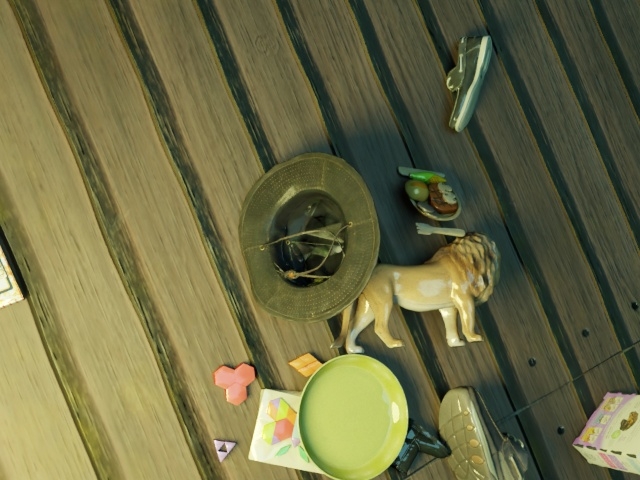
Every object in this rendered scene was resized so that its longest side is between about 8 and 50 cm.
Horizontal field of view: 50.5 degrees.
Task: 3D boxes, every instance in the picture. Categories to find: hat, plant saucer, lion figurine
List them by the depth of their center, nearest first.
[{"bbox_3d":[0.000,0.000,1.316,0.134,0.332,0.330,17,72,-57],"label":"hat"},{"bbox_3d":[0.059,0.344,1.325,0.241,0.037,0.240,5,77,-25],"label":"plant saucer"},{"bbox_3d":[0.198,0.101,1.390,0.393,0.142,0.240,-2,75,-16],"label":"lion figurine"}]

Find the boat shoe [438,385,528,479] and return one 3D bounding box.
[{"bbox_3d":[0.352,0.456,1.405,0.130,0.132,0.355,-22,98,-31],"label":"boat shoe"}]

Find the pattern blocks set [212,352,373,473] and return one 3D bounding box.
[{"bbox_3d":[-0.046,0.364,1.317,0.325,0.026,0.285,1,81,-20],"label":"pattern blocks set"}]

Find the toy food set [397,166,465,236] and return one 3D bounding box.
[{"bbox_3d":[0.241,-0.094,1.438,0.133,0.038,0.192,5,49,-19],"label":"toy food set"}]

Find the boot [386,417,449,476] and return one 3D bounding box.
[{"bbox_3d":[0.191,0.433,1.381,0.121,0.045,0.099,40,68,-2],"label":"boot"}]

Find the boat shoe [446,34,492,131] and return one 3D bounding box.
[{"bbox_3d":[0.327,-0.359,1.554,0.079,0.084,0.232,13,82,21],"label":"boat shoe"}]

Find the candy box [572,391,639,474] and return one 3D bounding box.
[{"bbox_3d":[0.675,0.416,1.477,0.070,0.196,0.165,47,70,-7],"label":"candy box"}]

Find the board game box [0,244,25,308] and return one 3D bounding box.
[{"bbox_3d":[-0.614,0.041,1.153,0.147,0.045,0.193,-23,90,-22],"label":"board game box"}]
